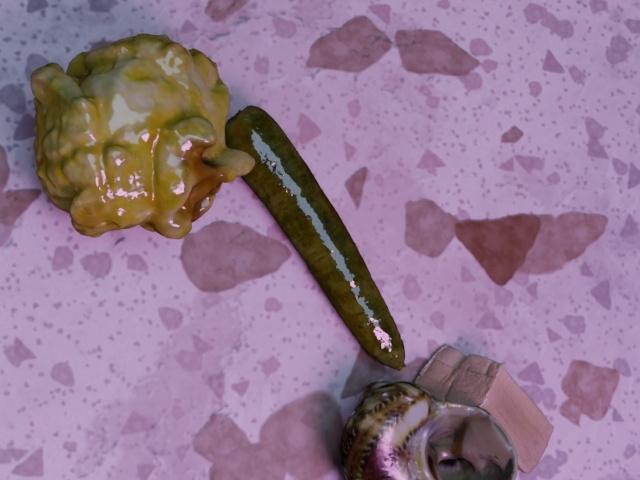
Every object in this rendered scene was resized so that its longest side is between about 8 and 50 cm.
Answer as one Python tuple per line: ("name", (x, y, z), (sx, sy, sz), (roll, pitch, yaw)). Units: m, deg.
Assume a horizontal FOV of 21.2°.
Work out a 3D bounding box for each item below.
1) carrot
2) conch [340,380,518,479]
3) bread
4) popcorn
("carrot", (0.000, 0.000, 2.005), (0.074, 0.074, 0.358), (-34, 91, -21))
("conch", (0.114, 0.237, 1.957), (0.187, 0.124, 0.181), (-19, 83, -11))
("bread", (0.197, 0.203, 2.049), (0.077, 0.105, 0.152), (-54, 129, -21))
("popcorn", (-0.208, -0.116, 1.900), (0.255, 0.195, 0.256), (39, 58, -9))
